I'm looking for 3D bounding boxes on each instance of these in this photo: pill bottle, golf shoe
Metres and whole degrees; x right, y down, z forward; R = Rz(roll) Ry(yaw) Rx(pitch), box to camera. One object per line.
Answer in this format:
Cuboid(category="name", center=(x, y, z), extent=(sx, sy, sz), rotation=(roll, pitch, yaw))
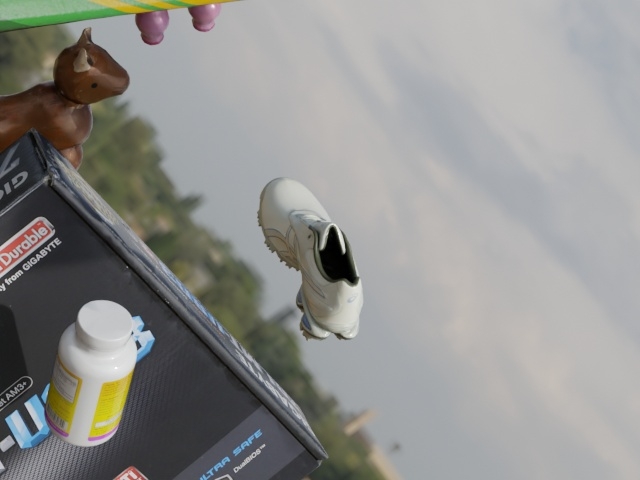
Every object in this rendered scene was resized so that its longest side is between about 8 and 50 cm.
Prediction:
Cuboid(category="pill bottle", center=(-0.125, 0.072, 1.054), extent=(0.043, 0.043, 0.083), rotation=(52, -39, 32))
Cuboid(category="golf shoe", center=(0.000, 0.000, 1.668), extent=(0.176, 0.069, 0.086), rotation=(65, -30, 32))

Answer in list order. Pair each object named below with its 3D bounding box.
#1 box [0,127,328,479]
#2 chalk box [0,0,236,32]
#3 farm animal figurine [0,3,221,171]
Cuboid(category="box", center=(-0.194, 0.125, 1.178), extent=(0.293, 0.295, 0.073), rotation=(50, 4, -36))
Cuboid(category="chalk box", center=(-0.017, -0.158, 0.595), extent=(0.132, 0.213, 0.132), rotation=(-100, -178, -61))
Cuboid(category="farm animal figurine", center=(-0.219, -0.206, 1.225), extent=(0.327, 0.330, 0.172), rotation=(13, -35, 3))
